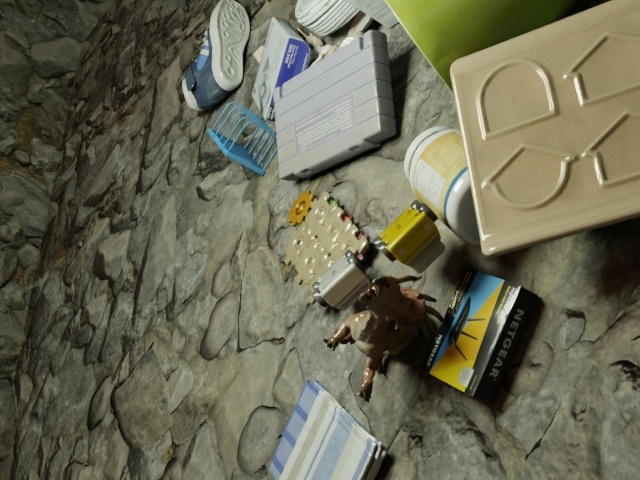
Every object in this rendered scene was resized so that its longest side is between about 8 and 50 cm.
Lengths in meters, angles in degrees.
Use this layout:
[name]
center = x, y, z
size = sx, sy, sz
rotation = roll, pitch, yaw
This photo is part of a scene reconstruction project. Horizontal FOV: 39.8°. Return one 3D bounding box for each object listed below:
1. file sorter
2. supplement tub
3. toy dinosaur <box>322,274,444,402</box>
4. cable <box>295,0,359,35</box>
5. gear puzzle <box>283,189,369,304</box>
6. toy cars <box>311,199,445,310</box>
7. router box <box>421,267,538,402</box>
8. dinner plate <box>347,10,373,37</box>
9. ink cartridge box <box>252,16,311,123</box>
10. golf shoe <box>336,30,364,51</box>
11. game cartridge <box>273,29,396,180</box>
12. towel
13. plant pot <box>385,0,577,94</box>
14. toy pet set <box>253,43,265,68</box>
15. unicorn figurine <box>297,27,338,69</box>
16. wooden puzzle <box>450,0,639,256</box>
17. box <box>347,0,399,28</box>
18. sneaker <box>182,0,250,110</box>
[file sorter]
center = -0.187, -0.259, 2.204
size = 0.104, 0.118, 0.170
rotation = -56, 33, 11
[supplement tub]
center = 0.232, -0.095, 1.433
size = 0.144, 0.144, 0.200
rotation = -58, 32, 13
[toy dinosaur]
center = 0.119, 0.133, 1.445
size = 0.200, 0.127, 0.295
rotation = -46, -8, 14
[cable]
center = 0.046, -0.604, 2.087
size = 0.257, 0.089, 0.257
rotation = -51, 25, 12
[gear puzzle]
center = 0.000, 0.000, 1.821
size = 0.175, 0.044, 0.339
rotation = -54, 33, 12
[toy cars]
center = 0.100, 0.044, 1.499
size = 0.176, 0.087, 0.393
rotation = -47, 6, -38
[router box]
center = 0.241, 0.142, 1.354
size = 0.133, 0.046, 0.179
rotation = 20, 86, 59
[dinner plate]
center = 0.104, -0.509, 2.005
size = 0.141, 0.017, 0.141
rotation = -52, 19, 26
[ink cartridge box]
center = -0.102, -0.412, 2.184
size = 0.224, 0.045, 0.223
rotation = -122, 44, -54
[golf shoe]
center = 0.063, -0.379, 1.975
size = 0.176, 0.069, 0.086
rotation = -57, 49, 25
[game cartridge]
center = 0.024, -0.275, 1.899
size = 0.355, 0.068, 0.230
rotation = -19, 75, 50
[towel]
center = 0.005, 0.388, 1.559
size = 0.285, 0.034, 0.209
rotation = 32, 99, 60
[plant pot]
center = 0.295, -0.402, 1.475
size = 0.293, 0.275, 0.275
rotation = -36, 39, 14
[toy pet set]
center = -0.119, -0.496, 2.337
size = 0.122, 0.065, 0.114
rotation = -40, 5, 32
[unicorn figurine]
center = -0.008, -0.445, 2.124
size = 0.162, 0.060, 0.111
rotation = 15, 75, 44
[wooden puzzle]
center = 0.362, -0.161, 1.250
size = 0.322, 0.080, 0.348
rotation = -17, 61, 25
[box]
center = 0.142, -0.533, 1.870
size = 0.126, 0.137, 0.072
rotation = -22, 51, 49
[sneaker]
center = -0.326, -0.531, 2.581
size = 0.236, 0.130, 0.323
rotation = -25, 55, 42
